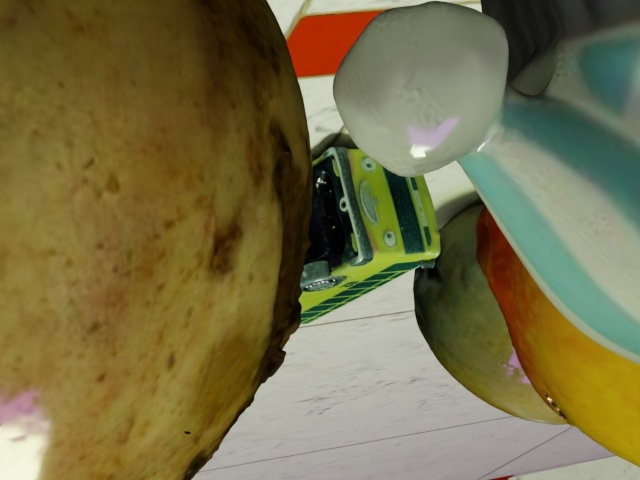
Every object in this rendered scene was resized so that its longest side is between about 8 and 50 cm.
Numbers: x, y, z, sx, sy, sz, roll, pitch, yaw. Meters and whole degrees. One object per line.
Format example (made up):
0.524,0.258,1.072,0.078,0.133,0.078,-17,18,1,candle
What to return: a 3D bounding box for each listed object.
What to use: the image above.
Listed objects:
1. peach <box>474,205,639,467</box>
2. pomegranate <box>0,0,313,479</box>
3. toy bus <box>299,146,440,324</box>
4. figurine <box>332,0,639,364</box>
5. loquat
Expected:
0.284,0.013,1.071,0.372,0.290,0.373,-9,165,-2,peach
-0.162,-0.021,0.604,0.322,0.322,0.322,-13,164,-4,pomegranate
0.000,0.000,1.160,0.101,0.088,0.175,-3,163,-37,toy bus
0.146,-0.075,0.514,0.266,0.378,0.361,-30,158,34,figurine
0.172,0.054,1.333,0.179,0.179,0.227,-23,153,29,loquat
